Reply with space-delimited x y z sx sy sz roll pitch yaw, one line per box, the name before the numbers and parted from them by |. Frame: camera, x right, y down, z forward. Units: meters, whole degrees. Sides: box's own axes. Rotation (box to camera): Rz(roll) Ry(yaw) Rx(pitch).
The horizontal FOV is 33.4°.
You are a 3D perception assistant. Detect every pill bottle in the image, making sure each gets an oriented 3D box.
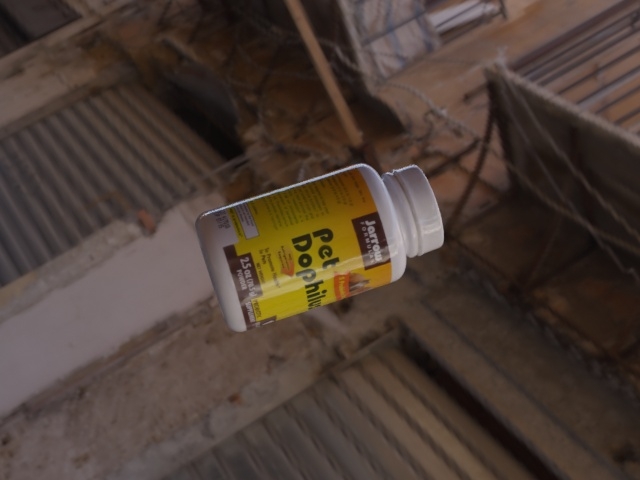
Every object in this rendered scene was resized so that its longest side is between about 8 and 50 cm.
pill bottle | 0.000 0.000 0.992 0.117 0.215 0.117 162 -90 -83
